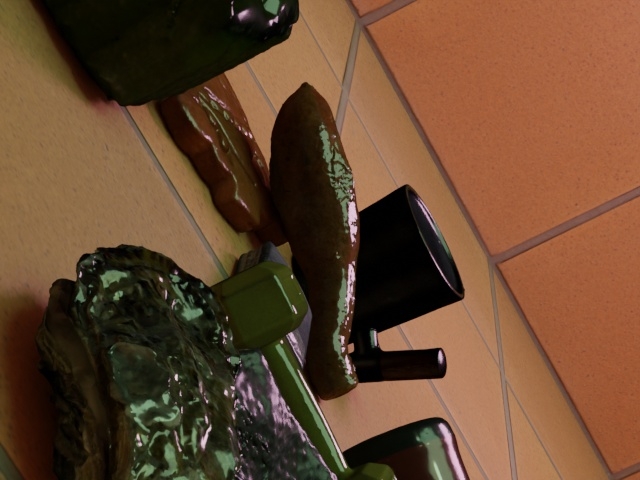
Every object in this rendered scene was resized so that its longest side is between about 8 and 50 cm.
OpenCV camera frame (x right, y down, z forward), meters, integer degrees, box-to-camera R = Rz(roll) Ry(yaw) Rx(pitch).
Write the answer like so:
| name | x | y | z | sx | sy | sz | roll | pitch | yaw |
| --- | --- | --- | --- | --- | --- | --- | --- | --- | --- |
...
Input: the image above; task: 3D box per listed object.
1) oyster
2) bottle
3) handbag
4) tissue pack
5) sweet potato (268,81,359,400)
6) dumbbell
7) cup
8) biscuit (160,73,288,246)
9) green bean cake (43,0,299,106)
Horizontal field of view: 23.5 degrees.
| name | x | y | z | sx | sy | sz | roll | pitch | yaw |
| --- | --- | --- | --- | --- | --- | --- | --- | --- | --- |
| oyster | -0.136 | 0.128 | 1.113 | 0.162 | 0.158 | 0.351 | 15 | 38 | -11 |
| bottle | 0.133 | 0.368 | 1.654 | 0.336 | 0.144 | 0.144 | 68 | 13 | 17 |
| handbag | -0.063 | 0.216 | 1.344 | 0.270 | 0.088 | 0.175 | 59 | 21 | -17 |
| tissue pack | -0.053 | 0.078 | 1.706 | 0.112 | 0.051 | 0.156 | 63 | 12 | -15 |
| sweet potato | 0.000 | 0.000 | 1.852 | 0.109 | 0.109 | 0.385 | 21 | 60 | -72 |
| dumbbell | -0.022 | 0.170 | 1.507 | 0.302 | 0.108 | 0.121 | 63 | 13 | -1 |
| cup | 0.077 | 0.062 | 1.967 | 0.166 | 0.177 | 0.239 | 54 | 15 | -39 |
| biscuit | -0.121 | -0.140 | 1.888 | 0.284 | 0.043 | 0.306 | 50 | 18 | -47 |
| green bean cake | -0.174 | -0.330 | 1.631 | 0.335 | 0.218 | 0.319 | 62 | 18 | -7 |
